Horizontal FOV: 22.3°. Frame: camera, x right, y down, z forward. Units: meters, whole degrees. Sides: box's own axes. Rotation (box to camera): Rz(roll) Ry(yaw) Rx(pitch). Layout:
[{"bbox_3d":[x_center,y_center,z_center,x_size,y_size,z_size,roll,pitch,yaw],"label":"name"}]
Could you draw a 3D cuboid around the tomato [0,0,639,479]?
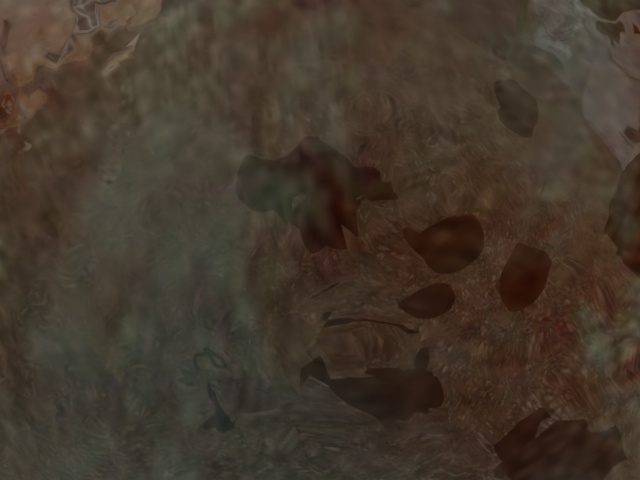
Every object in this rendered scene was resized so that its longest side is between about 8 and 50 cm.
[{"bbox_3d":[0.000,0.000,0.507,0.317,0.282,0.316,-2,-42,-2],"label":"tomato"}]
